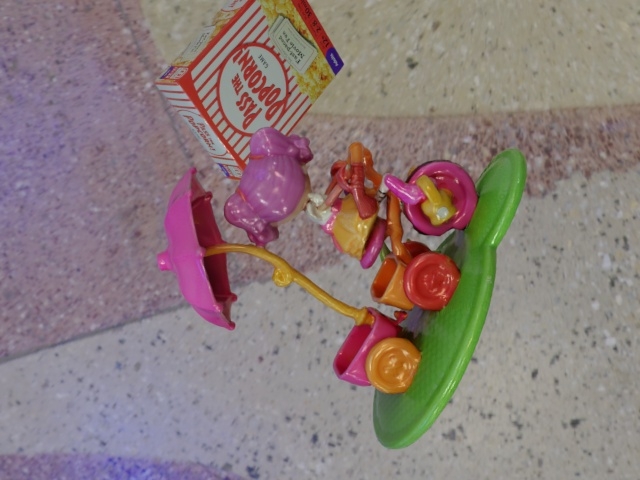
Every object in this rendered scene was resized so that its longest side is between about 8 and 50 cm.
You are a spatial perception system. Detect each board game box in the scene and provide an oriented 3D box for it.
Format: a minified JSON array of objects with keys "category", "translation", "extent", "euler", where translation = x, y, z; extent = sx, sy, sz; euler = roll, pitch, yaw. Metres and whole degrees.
[{"category":"board game box","translation":[-0.072,-0.183,1.042],"extent":[0.045,0.193,0.147],"euler":[13,148,45]}]

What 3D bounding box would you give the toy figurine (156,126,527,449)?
[{"category":"toy figurine","translation":[0.000,0.000,0.495],"extent":[0.159,0.130,0.173],"euler":[24,95,-10]}]
